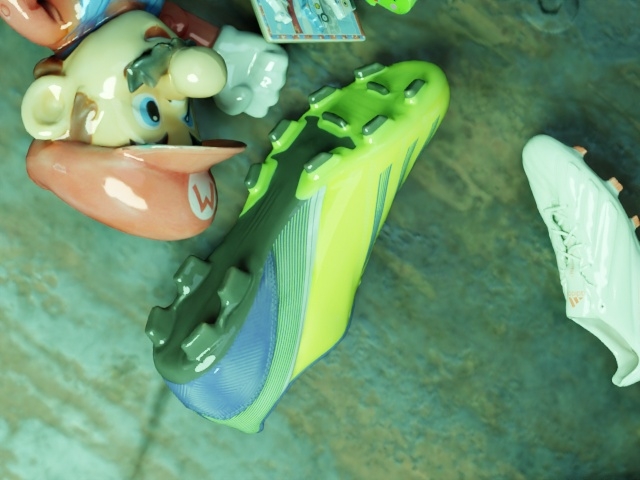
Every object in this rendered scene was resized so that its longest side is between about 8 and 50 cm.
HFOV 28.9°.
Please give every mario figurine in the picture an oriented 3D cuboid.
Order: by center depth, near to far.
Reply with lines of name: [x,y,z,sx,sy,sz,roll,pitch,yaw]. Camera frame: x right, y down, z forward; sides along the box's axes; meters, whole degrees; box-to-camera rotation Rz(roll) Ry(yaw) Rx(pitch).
mario figurine: [-0.113,-0.159,0.772,0.198,0.170,0.320,-13,88,-17]

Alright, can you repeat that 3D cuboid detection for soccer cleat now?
soccer cleat: [-0.001,0.000,0.843,0.289,0.093,0.121,-53,129,-17]
soccer cleat: [0.196,0.015,0.891,0.076,0.068,0.196,-36,98,-11]

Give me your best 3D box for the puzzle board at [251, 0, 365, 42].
puzzle board: [-0.021,-0.194,0.843,0.096,0.011,0.128,-11,78,-46]

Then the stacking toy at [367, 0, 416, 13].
stacking toy: [0.027,-0.278,0.850,0.221,0.052,0.167,44,58,-8]
